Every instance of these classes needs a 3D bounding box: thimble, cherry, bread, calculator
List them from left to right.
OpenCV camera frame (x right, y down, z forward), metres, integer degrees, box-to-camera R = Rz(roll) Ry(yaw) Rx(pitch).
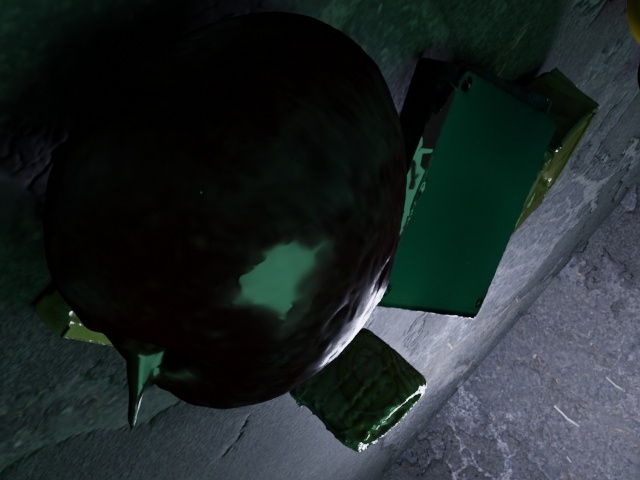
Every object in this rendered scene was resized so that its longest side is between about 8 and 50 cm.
[{"bbox_3d":[-0.050,-0.024,0.529,0.300,0.203,0.230,-61,151,-24],"label":"cherry"},{"bbox_3d":[0.058,0.232,1.295,0.190,0.143,0.137,-26,152,-43],"label":"thimble"},{"bbox_3d":[0.146,-0.050,0.908,0.248,0.058,0.274,7,105,-49],"label":"calculator"},{"bbox_3d":[0.262,-0.109,1.117,0.192,0.110,0.209,-40,160,-35],"label":"bread"}]

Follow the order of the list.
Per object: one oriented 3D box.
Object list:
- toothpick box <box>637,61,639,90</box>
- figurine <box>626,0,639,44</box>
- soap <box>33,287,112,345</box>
[{"bbox_3d":[0.628,-0.321,1.353,0.192,0.192,0.294,-43,153,-11],"label":"toothpick box"},{"bbox_3d":[0.532,-0.380,1.062,0.187,0.215,0.343,-100,-156,-58],"label":"figurine"},{"bbox_3d":[-0.140,0.055,0.726,0.092,0.037,0.252,-46,160,1],"label":"soap"}]
